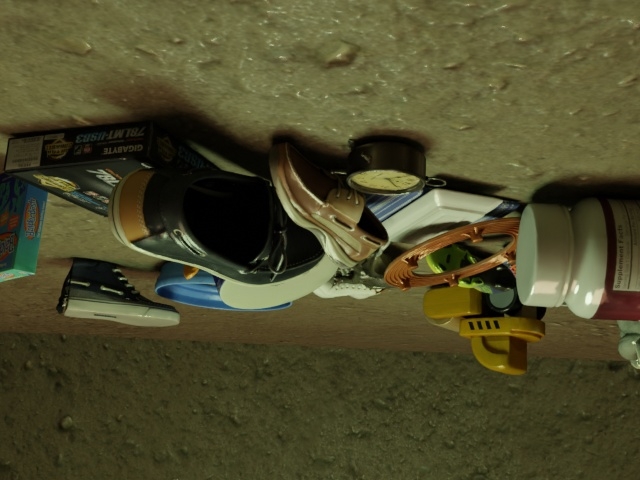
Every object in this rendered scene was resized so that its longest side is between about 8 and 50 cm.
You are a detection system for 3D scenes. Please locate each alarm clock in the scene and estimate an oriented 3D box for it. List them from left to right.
[{"bbox_3d":[0.125,-0.116,1.392,0.192,0.064,0.129,14,162,-26],"label":"alarm clock"}]

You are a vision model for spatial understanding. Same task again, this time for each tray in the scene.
[{"bbox_3d":[0.218,-0.036,1.622,0.145,0.030,0.270,7,162,-20],"label":"tray"}]

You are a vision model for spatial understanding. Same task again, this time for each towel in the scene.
[{"bbox_3d":[0.178,-0.065,1.646,0.336,0.040,0.243,8,162,-21],"label":"towel"}]

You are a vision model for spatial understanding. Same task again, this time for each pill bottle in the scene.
[{"bbox_3d":[0.568,0.036,1.531,0.392,0.224,0.224,3,165,3],"label":"pill bottle"}]

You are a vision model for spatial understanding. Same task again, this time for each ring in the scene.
[{"bbox_3d":[0.293,0.038,1.730,0.337,0.032,0.336,-14,161,-5],"label":"ring"}]

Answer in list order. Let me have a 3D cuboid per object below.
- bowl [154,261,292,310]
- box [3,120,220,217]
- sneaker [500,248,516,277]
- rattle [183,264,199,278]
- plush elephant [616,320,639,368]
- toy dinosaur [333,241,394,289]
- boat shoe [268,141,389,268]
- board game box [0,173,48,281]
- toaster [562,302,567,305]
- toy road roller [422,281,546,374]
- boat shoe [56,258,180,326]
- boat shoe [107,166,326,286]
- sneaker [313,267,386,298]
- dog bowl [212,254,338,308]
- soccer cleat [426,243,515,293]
[{"bbox_3d":[-0.270,0.128,2.397,0.391,0.077,0.391,4,165,1],"label":"bowl"},{"bbox_3d":[-0.350,-0.117,1.509,0.293,0.073,0.295,-1,165,21],"label":"box"},{"bbox_3d":[0.480,0.069,1.948,0.083,0.087,0.221,-8,161,36],"label":"sneaker"},{"bbox_3d":[-0.221,0.038,1.936,0.130,0.142,0.200,-20,152,16],"label":"rattle"},{"bbox_3d":[0.851,0.217,2.027,0.330,0.272,0.255,36,-167,-36],"label":"plush elephant"},{"bbox_3d":[0.136,0.075,2.009,0.160,0.121,0.313,11,166,31],"label":"toy dinosaur"},{"bbox_3d":[0.020,-0.072,1.468,0.116,0.123,0.324,-22,143,18],"label":"boat shoe"},{"bbox_3d":[-0.585,-0.032,1.612,0.160,0.210,0.047,-12,159,44],"label":"board game box"},{"bbox_3d":[0.524,0.053,1.760,0.129,0.146,0.227,10,164,-24],"label":"toaster"},{"bbox_3d":[0.452,0.245,2.321,0.330,0.240,0.202,-7,161,37],"label":"toy road roller"},{"bbox_3d":[-0.559,0.145,2.380,0.341,0.158,0.127,10,158,-20],"label":"boat shoe"},{"bbox_3d":[-0.125,-0.022,1.442,0.156,0.186,0.500,-4,169,36],"label":"boat shoe"},{"bbox_3d":[0.081,0.088,2.131,0.123,0.105,0.290,-14,167,33],"label":"sneaker"},{"bbox_3d":[-0.098,0.038,1.764,0.265,0.104,0.265,-16,154,-8],"label":"dog bowl"},{"bbox_3d":[0.338,0.071,1.992,0.289,0.093,0.121,16,168,-37],"label":"soccer cleat"}]
